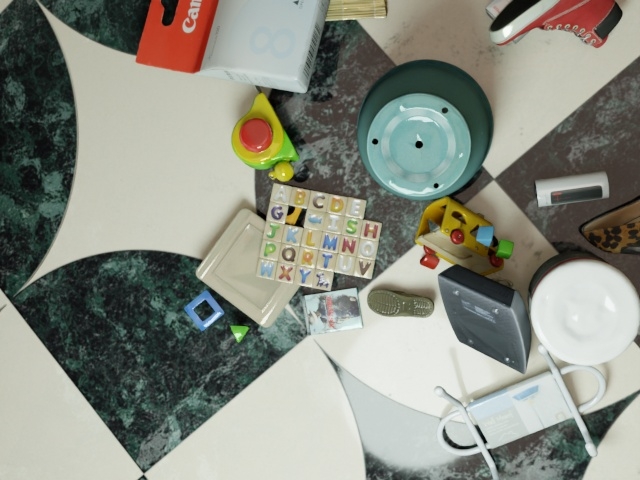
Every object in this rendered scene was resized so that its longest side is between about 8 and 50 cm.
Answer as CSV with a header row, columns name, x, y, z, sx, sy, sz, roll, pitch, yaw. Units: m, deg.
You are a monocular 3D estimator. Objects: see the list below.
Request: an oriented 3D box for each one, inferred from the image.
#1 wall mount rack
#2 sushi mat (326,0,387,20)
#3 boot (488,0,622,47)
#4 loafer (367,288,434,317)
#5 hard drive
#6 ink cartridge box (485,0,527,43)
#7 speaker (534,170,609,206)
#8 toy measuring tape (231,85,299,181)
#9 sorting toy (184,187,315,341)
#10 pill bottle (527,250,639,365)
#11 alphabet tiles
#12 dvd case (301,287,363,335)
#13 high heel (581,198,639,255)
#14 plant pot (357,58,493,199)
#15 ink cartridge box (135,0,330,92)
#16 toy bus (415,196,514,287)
name,x,y,z,sx,sy,sz,roll,pitch,yaw
wall mount rack,0.370,0.319,1.620,0.350,0.130,0.304,-26,113,12
sushi mat,-0.020,-0.525,1.758,0.316,0.019,0.152,0,92,12
boot,0.447,-0.401,1.599,0.244,0.088,0.176,-35,121,3
loafer,0.166,0.132,1.735,0.148,0.050,0.056,11,92,27
hard drive,0.315,0.146,1.598,0.172,0.255,0.054,25,67,33
ink cartridge box,0.394,-0.457,1.655,0.122,0.052,0.088,-42,83,10
speaker,0.485,-0.100,1.651,0.136,0.055,0.055,-7,91,12
toy measuring tape,-0.153,-0.258,1.759,0.121,0.121,0.330,-31,78,12
sorting toy,-0.133,0.055,1.791,0.196,0.047,0.348,36,91,4
pill bottle,0.462,0.110,1.530,0.176,0.318,0.176,1,93,12
alphabet tiles,0.000,0.000,1.758,0.237,0.009,0.198,11,88,2
dvd case,0.025,0.149,1.783,0.119,0.013,0.087,-9,91,13
high heel,0.600,-0.080,1.571,0.186,0.093,0.261,11,123,7
plant pot,0.186,-0.192,1.585,0.271,0.255,0.272,3,105,10
ink cartridge box,-0.177,-0.482,1.718,0.384,0.091,0.308,12,83,12
toy bus,0.289,-0.005,1.669,0.190,0.202,0.104,9,64,18
